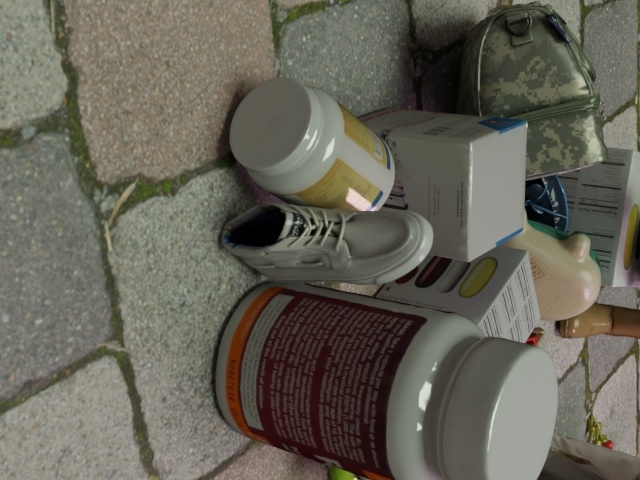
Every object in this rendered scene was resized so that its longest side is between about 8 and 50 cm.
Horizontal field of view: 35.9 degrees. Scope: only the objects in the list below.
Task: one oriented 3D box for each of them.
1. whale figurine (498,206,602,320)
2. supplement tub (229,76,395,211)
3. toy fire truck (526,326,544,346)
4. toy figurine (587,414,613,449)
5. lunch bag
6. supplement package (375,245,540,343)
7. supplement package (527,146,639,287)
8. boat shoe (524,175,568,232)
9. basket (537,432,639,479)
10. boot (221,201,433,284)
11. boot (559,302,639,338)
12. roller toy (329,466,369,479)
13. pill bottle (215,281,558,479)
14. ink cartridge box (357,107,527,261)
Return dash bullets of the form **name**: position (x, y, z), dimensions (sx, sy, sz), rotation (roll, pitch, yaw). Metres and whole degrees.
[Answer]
- **whale figurine**: position (0.401, 0.022, 1.826), dimensions (0.272, 0.216, 0.141), rotation (45, 39, -19)
- **supplement tub**: position (-0.009, -0.110, 1.265), dimensions (0.199, 0.144, 0.144), rotation (32, 72, -52)
- **toy fire truck**: position (0.367, 0.172, 1.848), dimensions (0.192, 0.135, 0.047), rotation (-16, 111, -51)
- **toy figurine**: position (0.774, 0.605, 2.432), dimensions (0.191, 0.217, 0.363), rotation (-58, 139, -28)
- **lunch bag**: position (0.313, -0.236, 1.552), dimensions (0.305, 0.212, 0.256), rotation (-75, 150, -79)
- **supplement package**: position (0.215, 0.117, 1.580), dimensions (0.203, 0.194, 0.149), rotation (-48, 134, -37)
- **supplement package**: position (0.545, -0.050, 1.985), dimensions (0.199, 0.198, 0.263), rotation (5, 94, -55)
- **boat shoe**: position (0.388, -0.110, 1.864), dimensions (0.089, 0.109, 0.258), rotation (-34, 108, -36)
- **basket**: position (0.471, 0.571, 1.930), dimensions (0.266, 0.328, 0.331), rotation (47, 60, -52)
- **boot**: position (0.000, 0.000, 1.214), dimensions (0.123, 0.258, 0.095), rotation (28, 58, -49)
- **boot**: position (0.690, 0.183, 2.175), dimensions (0.236, 0.269, 0.089), rotation (-8, 102, -53)
- **roller toy**: position (0.084, 0.265, 1.477), dimensions (0.209, 0.146, 0.191), rotation (5, 102, -46)
- **pill bottle**: position (0.079, 0.187, 1.244), dimensions (0.224, 0.392, 0.224), rotation (-16, 111, -51)
- **ink cartridge box**: position (0.151, -0.087, 1.414), dimensions (0.171, 0.232, 0.168), rotation (-24, 118, -49)
